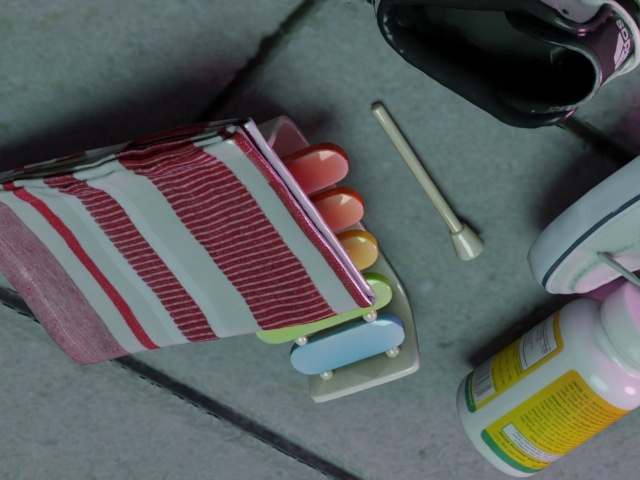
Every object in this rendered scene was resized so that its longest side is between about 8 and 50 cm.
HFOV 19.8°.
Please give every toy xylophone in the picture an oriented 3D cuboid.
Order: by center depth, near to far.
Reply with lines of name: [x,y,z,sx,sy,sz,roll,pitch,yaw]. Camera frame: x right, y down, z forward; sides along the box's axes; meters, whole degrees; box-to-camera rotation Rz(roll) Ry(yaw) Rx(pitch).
toy xylophone: [0.000,0.000,1.659,0.236,0.081,0.322,-27,125,24]

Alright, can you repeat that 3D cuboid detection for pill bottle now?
pill bottle: [0.239,0.127,1.736,0.117,0.117,0.208,34,125,-25]

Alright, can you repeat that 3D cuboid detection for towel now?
towel: [-0.145,0.011,1.609,0.329,0.037,0.237,-12,132,31]

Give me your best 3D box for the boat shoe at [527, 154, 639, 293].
boat shoe: [0.339,-0.011,1.546,0.367,0.156,0.136,-35,162,35]

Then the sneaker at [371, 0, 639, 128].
sneaker: [0.250,-0.165,1.378,0.448,0.257,0.169,3,132,0]
